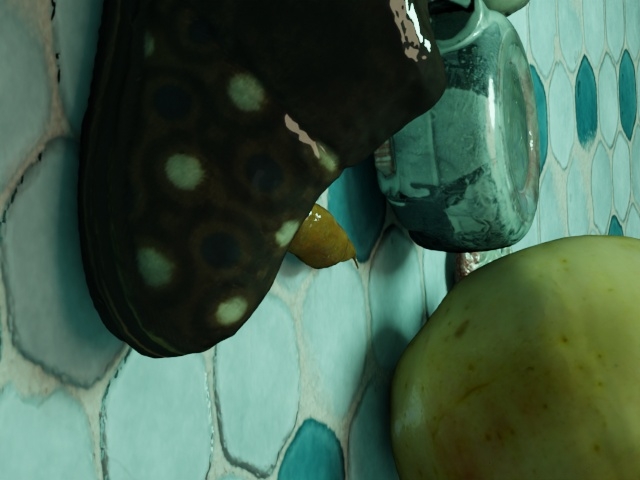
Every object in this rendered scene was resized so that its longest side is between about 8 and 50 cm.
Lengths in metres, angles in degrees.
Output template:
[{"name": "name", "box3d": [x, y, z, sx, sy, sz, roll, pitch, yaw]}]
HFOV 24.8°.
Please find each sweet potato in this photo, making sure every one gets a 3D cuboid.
[{"name": "sweet potato", "box3d": [0.000, 0.000, 1.322, 0.195, 0.056, 0.056, 36, 57, -67]}]

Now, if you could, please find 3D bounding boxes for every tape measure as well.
[{"name": "tape measure", "box3d": [0.143, -0.123, 1.542, 0.256, 0.147, 0.275, 32, 57, -66]}]

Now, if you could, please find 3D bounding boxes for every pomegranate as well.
[{"name": "pomegranate", "box3d": [0.267, 0.173, 1.545, 0.411, 0.412, 0.411, 0, 90, -67]}]

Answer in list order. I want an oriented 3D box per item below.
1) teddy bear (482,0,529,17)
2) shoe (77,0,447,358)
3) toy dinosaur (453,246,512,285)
[{"name": "teddy bear", "box3d": [0.188, -0.340, 1.655, 0.251, 0.144, 0.171, 22, 56, -68]}, {"name": "shoe", "box3d": [-0.030, -0.107, 1.011, 0.171, 0.237, 0.383, 29, 63, -64]}, {"name": "toy dinosaur", "box3d": [0.187, 0.052, 1.758, 0.167, 0.053, 0.242, -18, 107, -65]}]
